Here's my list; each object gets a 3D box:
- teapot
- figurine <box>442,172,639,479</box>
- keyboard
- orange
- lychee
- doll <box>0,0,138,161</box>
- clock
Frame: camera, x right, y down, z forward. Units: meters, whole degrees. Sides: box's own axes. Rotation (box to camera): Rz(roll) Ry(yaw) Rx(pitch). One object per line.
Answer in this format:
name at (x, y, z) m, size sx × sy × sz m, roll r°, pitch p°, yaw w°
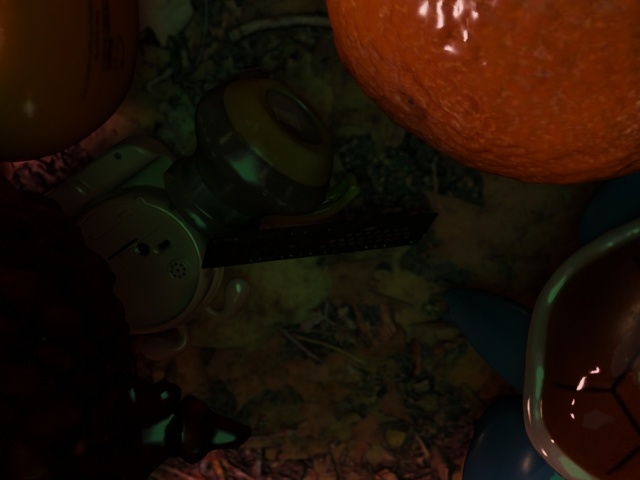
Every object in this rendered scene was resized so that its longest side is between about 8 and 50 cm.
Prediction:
teapot at (-0.045, -0.058, 0.755) m, size 0.166 × 0.130 × 0.119 m, roll 25°, pitch 126°, yaw -36°
figurine at (0.282, 0.093, 0.741) m, size 0.298 × 0.243 × 0.416 m, roll 28°, pitch 126°, yaw -14°
keyboard at (0.000, 0.000, 0.760) m, size 0.198 × 0.063 × 0.010 m, roll -6°, pitch 67°, yaw -17°
orange at (0.179, -0.208, 0.589) m, size 0.357 × 0.322 × 0.322 m, roll -40°, pitch 101°, yaw -10°
lychee at (-0.301, 0.129, 0.623) m, size 0.500 × 0.424 × 0.424 m, roll 3°, pitch 107°, yaw -13°
doll at (-0.269, -0.170, 0.695) m, size 0.236 × 0.213 × 0.213 m, roll 8°, pitch 107°, yaw 16°
clock at (-0.159, 0.015, 0.803) m, size 0.151 × 0.062 × 0.191 m, roll -35°, pitch 102°, yaw 12°
